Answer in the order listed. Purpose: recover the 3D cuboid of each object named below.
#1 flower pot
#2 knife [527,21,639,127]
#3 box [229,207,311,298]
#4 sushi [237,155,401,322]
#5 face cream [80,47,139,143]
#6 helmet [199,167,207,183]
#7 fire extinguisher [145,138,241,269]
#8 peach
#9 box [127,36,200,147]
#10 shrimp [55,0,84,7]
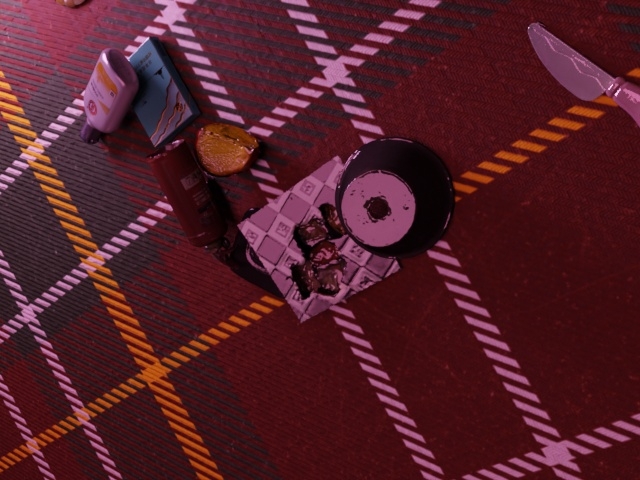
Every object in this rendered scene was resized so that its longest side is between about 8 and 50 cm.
[{"bbox_3d":[0.138,-0.075,1.567,0.268,0.166,0.269,4,104,18],"label":"flower pot"},{"bbox_3d":[0.517,-0.296,1.404,0.336,0.043,0.081,41,125,22],"label":"knife"},{"bbox_3d":[-0.124,0.032,1.840,0.212,0.042,0.201,28,112,20],"label":"box"},{"bbox_3d":[0.000,0.000,1.737,0.294,0.059,0.292,-30,94,18],"label":"sushi"},{"bbox_3d":[-0.560,-0.358,1.948,0.144,0.071,0.291,58,137,11],"label":"face cream"},{"bbox_3d":[-0.341,-0.146,1.911,0.111,0.057,0.089,23,70,2],"label":"helmet"},{"bbox_3d":[-0.289,-0.075,1.814,0.147,0.106,0.337,0,122,54],"label":"fire extinguisher"},{"bbox_3d":[-0.217,-0.221,1.804,0.172,0.092,0.127,-2,108,22],"label":"peach"},{"bbox_3d":[-0.417,-0.375,1.909,0.162,0.041,0.229,-33,84,33],"label":"box"},{"bbox_3d":[-0.654,-0.716,1.963,0.150,0.051,0.217,30,123,17],"label":"shrimp"}]
